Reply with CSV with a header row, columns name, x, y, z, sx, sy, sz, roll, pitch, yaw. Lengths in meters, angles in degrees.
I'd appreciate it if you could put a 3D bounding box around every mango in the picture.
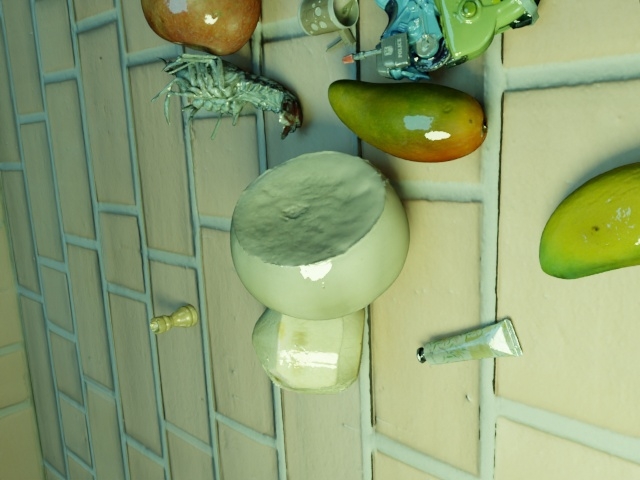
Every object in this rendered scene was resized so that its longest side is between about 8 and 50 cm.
name,x,y,z,sx,sy,sz,roll,pitch,yaw
mango,0.142,-0.204,0.981,0.289,0.146,0.129,27,105,44
mango,0.406,-0.027,0.809,0.238,0.091,0.137,-21,80,44

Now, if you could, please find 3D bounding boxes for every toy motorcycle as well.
name,x,y,z,sx,sy,sz,roll,pitch,yaw
toy motorcycle,0.126,-0.393,0.958,0.182,0.124,0.271,-3,91,29

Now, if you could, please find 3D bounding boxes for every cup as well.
name,x,y,z,sx,sy,sz,roll,pitch,yaw
cup,0.020,-0.421,1.104,0.099,0.102,0.074,6,66,44

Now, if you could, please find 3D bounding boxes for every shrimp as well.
name,x,y,z,sx,sy,sz,roll,pitch,yaw
shrimp,-0.213,-0.323,1.280,0.411,0.165,0.221,12,153,20

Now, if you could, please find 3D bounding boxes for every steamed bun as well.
name,x,y,z,sx,sy,sz,roll,pitch,yaw
steamed bun,0.000,0.000,1.061,0.324,0.324,0.206,30,157,35

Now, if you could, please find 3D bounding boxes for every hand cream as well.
name,x,y,z,sx,sy,sz,roll,pitch,yaw
hand cream,0.258,0.190,1.037,0.195,0.042,0.067,-22,83,40

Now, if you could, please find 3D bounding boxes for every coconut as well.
name,x,y,z,sx,sy,sz,roll,pitch,yaw
coconut,-0.025,0.201,1.171,0.241,0.241,0.241,13,109,41

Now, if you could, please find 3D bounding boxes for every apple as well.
name,x,y,z,sx,sy,sz,roll,pitch,yaw
apple,-0.242,-0.512,1.206,0.254,0.254,0.253,13,109,41

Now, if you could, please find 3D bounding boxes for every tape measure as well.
name,x,y,z,sx,sy,sz,roll,pitch,yaw
tape measure,0.238,-0.379,0.852,0.175,0.106,0.199,-17,90,16

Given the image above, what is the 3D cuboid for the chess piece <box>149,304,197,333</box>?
name,x,y,z,sx,sy,sz,roll,pitch,yaw
chess piece,-0.413,0.224,1.625,0.066,0.122,0.066,13,109,42
